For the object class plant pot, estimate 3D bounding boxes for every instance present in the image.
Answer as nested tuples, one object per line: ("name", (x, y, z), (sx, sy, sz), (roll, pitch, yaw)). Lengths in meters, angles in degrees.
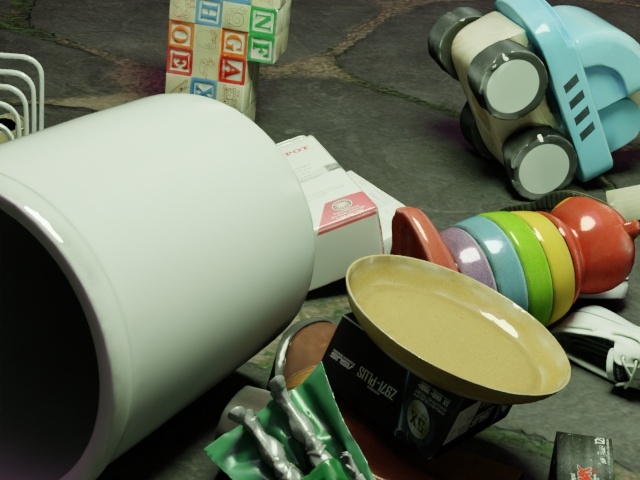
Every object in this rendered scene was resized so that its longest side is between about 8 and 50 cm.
("plant pot", (0.127, 0.089, 1.416), (0.236, 0.032, 0.236), (21, 22, -9))

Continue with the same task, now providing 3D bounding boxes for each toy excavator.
("toy excavator", (0.447, -0.222, 2.231), (0.445, 0.433, 0.222), (-27, 29, -3))

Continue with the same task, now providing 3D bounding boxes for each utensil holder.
("utensil holder", (-0.223, 0.042, 1.437), (0.327, 0.328, 0.385), (17, 24, 24))

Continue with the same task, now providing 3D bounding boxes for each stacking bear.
("stacking bear", (0.233, 0.030, 1.704), (0.289, 0.175, 0.164), (-15, 59, -21))

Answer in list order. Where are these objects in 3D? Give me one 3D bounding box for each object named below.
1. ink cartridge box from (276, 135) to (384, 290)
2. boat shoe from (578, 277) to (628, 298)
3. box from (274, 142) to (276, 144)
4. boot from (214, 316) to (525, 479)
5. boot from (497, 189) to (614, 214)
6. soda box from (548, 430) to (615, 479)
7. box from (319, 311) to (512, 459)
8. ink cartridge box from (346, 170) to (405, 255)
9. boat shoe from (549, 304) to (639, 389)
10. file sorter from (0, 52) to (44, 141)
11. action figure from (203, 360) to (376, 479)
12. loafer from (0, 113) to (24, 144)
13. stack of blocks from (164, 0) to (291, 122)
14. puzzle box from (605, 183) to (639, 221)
("ink cartridge box", (-0.035, -0.031, 1.851), (0.158, 0.092, 0.218), (-20, 36, -13))
("boat shoe", (0.261, 0.025, 1.833), (0.258, 0.084, 0.095), (3, 4, -16))
("box", (-0.150, -0.117, 2.128), (0.184, 0.045, 0.190), (-5, 26, -28))
("boot", (0.070, 0.182, 1.465), (0.280, 0.096, 0.264), (17, 19, 14))
("boot", (0.348, -0.034, 1.965), (0.137, 0.077, 0.198), (-8, 7, -38))
("soda box", (0.248, 0.249, 1.397), (0.060, 0.053, 0.169), (7, 24, 6))
("box", (0.107, 0.126, 1.459), (0.147, 0.078, 0.180), (34, 24, 22))
("ink cartridge box", (0.000, 0.000, 1.923), (0.224, 0.056, 0.181), (-27, 36, -21))
("boat shoe", (0.352, 0.139, 1.652), (0.075, 0.083, 0.226), (-24, 24, -30))
("file sorter", (-0.470, -0.125, 1.925), (0.192, 0.173, 0.278), (3, 25, -4))
("action figure", (0.006, 0.229, 1.310), (0.137, 0.063, 0.232), (-39, 63, 1))
("loafer", (-0.459, -0.159, 2.147), (0.056, 0.050, 0.148), (4, 25, -4))
("stack of blocks", (-0.141, -0.316, 2.261), (0.171, 0.297, 0.087), (11, 23, 10))
("puzzle box", (0.627, -0.088, 2.000), (0.272, 0.052, 0.409), (-11, 0, -33))
